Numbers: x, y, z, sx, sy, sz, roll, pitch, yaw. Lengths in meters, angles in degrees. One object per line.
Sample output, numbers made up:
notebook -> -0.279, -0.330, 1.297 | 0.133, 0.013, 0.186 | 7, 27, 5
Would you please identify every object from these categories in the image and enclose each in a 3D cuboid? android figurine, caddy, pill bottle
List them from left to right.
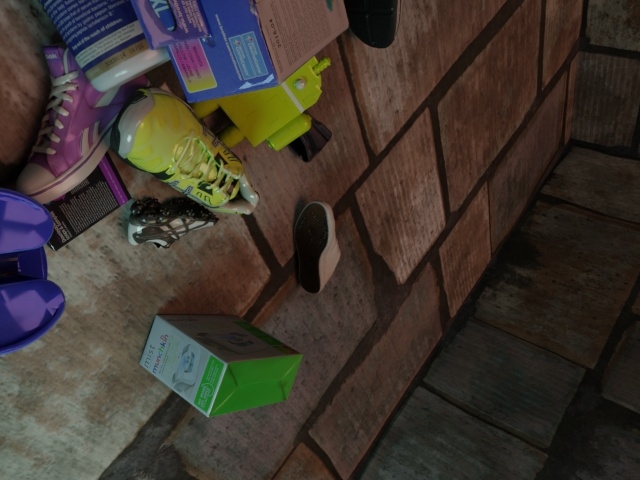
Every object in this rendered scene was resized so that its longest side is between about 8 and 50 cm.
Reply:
caddy -> -0.515, 0.050, 0.711 | 0.341, 0.179, 0.241 | -10, 96, -51
pill bottle -> -0.301, -0.348, 0.718 | 0.153, 0.153, 0.264 | -42, 116, -32
android figurine -> -0.110, -0.291, 1.040 | 0.273, 0.056, 0.248 | -33, 127, 7

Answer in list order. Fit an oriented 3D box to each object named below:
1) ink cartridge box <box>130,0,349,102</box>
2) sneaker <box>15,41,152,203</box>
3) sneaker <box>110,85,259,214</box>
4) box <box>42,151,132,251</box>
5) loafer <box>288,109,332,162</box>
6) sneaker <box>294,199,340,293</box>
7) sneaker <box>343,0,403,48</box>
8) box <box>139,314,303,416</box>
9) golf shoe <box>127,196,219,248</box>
ink cartridge box -> -0.108, -0.364, 0.735 | 0.395, 0.151, 0.269 | -62, 140, -53
sneaker -> -0.387, -0.196, 0.814 | 0.282, 0.102, 0.161 | -62, 145, -26
sneaker -> -0.212, -0.144, 0.952 | 0.145, 0.147, 0.385 | -62, 164, -1
box -> -0.409, -0.074, 0.911 | 0.162, 0.029, 0.116 | -45, 140, -31
loafer -> -0.073, -0.255, 1.202 | 0.303, 0.109, 0.095 | 23, 96, -59
sneaker -> 0.000, 0.000, 1.476 | 0.123, 0.106, 0.290 | -43, 149, -45
sneaker -> 0.160, -0.677, 1.203 | 0.257, 0.169, 0.447 | -42, 137, -29
box -> -0.215, 0.266, 1.205 | 0.262, 0.231, 0.126 | 12, 100, -56
golf shoe -> -0.293, -0.032, 1.072 | 0.198, 0.077, 0.093 | 0, 124, -50
